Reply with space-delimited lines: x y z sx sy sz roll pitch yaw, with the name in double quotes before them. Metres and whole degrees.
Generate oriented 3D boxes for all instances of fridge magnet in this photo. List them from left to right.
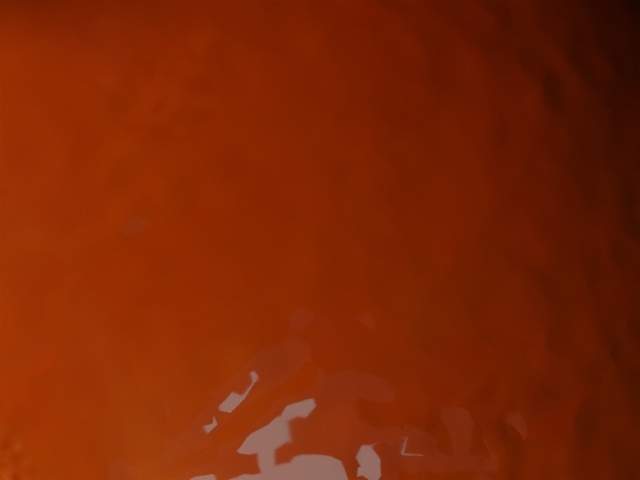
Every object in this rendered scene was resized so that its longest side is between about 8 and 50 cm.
"fridge magnet" 0.000 0.000 0.612 0.363 0.155 0.363 8 71 -24
